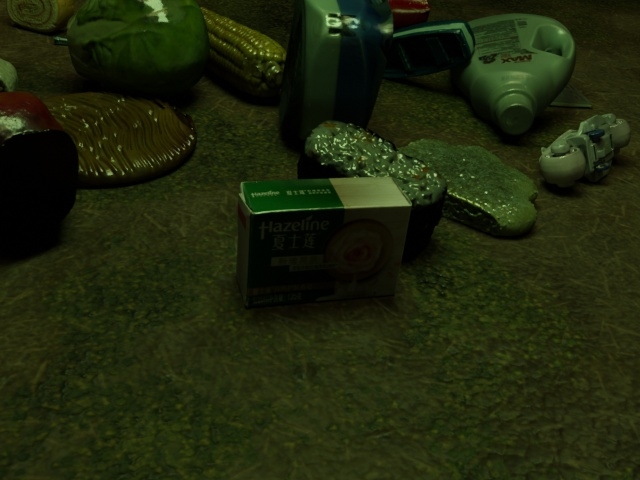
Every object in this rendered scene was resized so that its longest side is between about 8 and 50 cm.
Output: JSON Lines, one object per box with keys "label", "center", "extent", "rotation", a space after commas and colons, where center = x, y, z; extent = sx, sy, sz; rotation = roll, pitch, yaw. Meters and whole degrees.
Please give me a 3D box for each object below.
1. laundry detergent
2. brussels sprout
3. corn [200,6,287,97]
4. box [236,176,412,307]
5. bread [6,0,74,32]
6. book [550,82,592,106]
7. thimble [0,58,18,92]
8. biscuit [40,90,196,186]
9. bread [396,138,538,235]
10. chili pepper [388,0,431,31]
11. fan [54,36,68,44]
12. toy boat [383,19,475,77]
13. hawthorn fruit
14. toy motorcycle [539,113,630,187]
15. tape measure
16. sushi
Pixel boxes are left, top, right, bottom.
{"label": "laundry detergent", "center": [0.392, -0.334, 1.493], "extent": [0.263, 0.125, 0.398], "rotation": [-4, 34, 11]}
{"label": "brussels sprout", "center": [-0.335, -0.367, 1.355], "extent": [0.271, 0.220, 0.210], "rotation": [-4, -9, 9]}
{"label": "corn", "center": [-0.178, -0.383, 1.496], "extent": [0.120, 0.121, 0.363], "rotation": [-15, 38, -31]}
{"label": "box", "center": [0.000, 0.000, 0.900], "extent": [0.198, 0.135, 0.081], "rotation": [-5, 34, -17]}
{"label": "bread", "center": [-0.615, -0.527, 1.639], "extent": [0.149, 0.122, 0.073], "rotation": [18, 30, 16]}
{"label": "book", "center": [0.482, -0.321, 1.614], "extent": [0.181, 0.014, 0.127], "rotation": [2, 32, -8]}
{"label": "thimble", "center": [-0.566, -0.254, 1.232], "extent": [0.115, 0.102, 0.090], "rotation": [5, 28, -18]}
{"label": "biscuit", "center": [-0.360, -0.175, 1.202], "extent": [0.317, 0.040, 0.318], "rotation": [4, 32, -2]}
{"label": "bread", "center": [0.219, -0.101, 1.180], "extent": [0.286, 0.056, 0.207], "rotation": [23, 37, 22]}
{"label": "chili pepper", "center": [0.095, -0.568, 1.828], "extent": [0.338, 0.131, 0.135], "rotation": [-4, 58, -23]}
{"label": "fan", "center": [-0.474, -0.420, 1.594], "extent": [0.193, 0.016, 0.038], "rotation": [4, 34, -5]}
{"label": "toy boat", "center": [0.184, -0.399, 1.558], "extent": [0.299, 0.096, 0.062], "rotation": [1, 47, 40]}
{"label": "hawthorn fruit", "center": [-0.407, -0.108, 0.961], "extent": [0.189, 0.190, 0.251], "rotation": [-5, 27, -18]}
{"label": "toy motorcycle", "center": [0.448, -0.158, 1.286], "extent": [0.112, 0.113, 0.254], "rotation": [29, 40, 32]}
{"label": "tape measure", "center": [0.016, -0.301, 1.267], "extent": [0.138, 0.262, 0.259], "rotation": [9, 31, -9]}
{"label": "sushi", "center": [0.064, -0.076, 1.042], "extent": [0.225, 0.126, 0.136], "rotation": [31, 39, 31]}
